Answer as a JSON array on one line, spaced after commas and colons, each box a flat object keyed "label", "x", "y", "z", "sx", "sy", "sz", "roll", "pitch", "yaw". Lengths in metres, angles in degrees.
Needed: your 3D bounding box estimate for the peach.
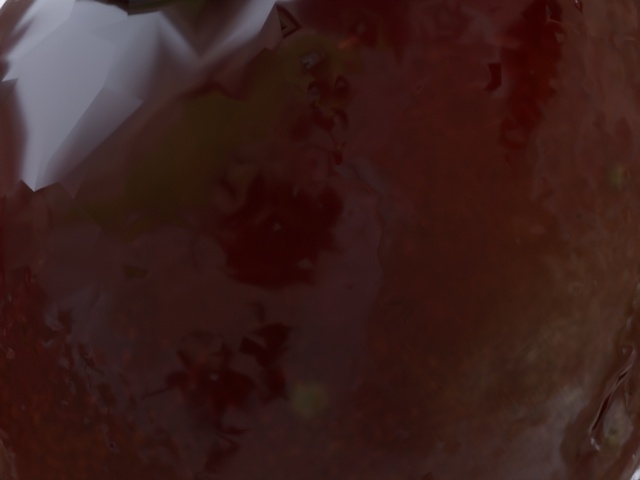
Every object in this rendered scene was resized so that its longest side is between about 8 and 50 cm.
[{"label": "peach", "x": 0.005, "y": -0.020, "z": 0.601, "sx": 0.335, "sy": 0.406, "sz": 0.310, "roll": 28, "pitch": -25, "yaw": 34}]
